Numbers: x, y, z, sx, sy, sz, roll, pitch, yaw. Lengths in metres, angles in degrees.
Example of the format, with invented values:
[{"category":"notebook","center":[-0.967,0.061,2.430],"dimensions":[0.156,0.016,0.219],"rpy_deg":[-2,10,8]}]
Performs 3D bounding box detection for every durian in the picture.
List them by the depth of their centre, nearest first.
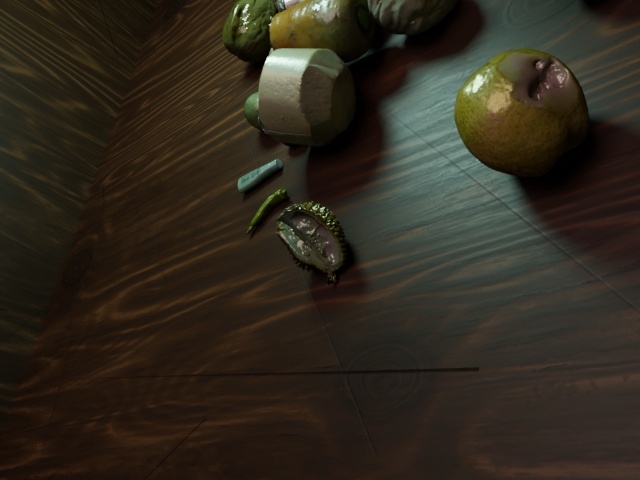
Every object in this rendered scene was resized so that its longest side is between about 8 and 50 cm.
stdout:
[{"category":"durian","center":[0.000,0.000,1.529],"dimensions":[0.193,0.138,0.237],"rpy_deg":[-26,89,33]}]

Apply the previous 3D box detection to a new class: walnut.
[{"category":"walnut","center":[-0.284,-0.887,2.346],"dimensions":[0.227,0.283,0.283],"rpy_deg":[22,80,22]}]

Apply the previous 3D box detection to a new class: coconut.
[{"category":"coconut","center":[-0.056,-0.447,1.735],"dimensions":[0.323,0.323,0.323],"rpy_deg":[-26,48,32]}]

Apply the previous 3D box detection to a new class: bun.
[{"category":"bun","center":[0.255,-0.724,1.687],"dimensions":[0.281,0.281,0.205],"rpy_deg":[53,131,50]}]

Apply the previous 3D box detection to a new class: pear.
[{"category":"pear","center":[0.419,-0.261,1.175],"dimensions":[0.271,0.271,0.271],"rpy_deg":[-26,48,32]}]

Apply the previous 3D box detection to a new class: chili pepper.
[{"category":"chili pepper","center":[-0.177,-0.105,1.852],"dimensions":[0.208,0.043,0.049],"rpy_deg":[-45,65,22]}]

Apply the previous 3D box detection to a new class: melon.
[{"category":"melon","center":[-0.207,-0.474,2.057],"dimensions":[0.139,0.139,0.192],"rpy_deg":[-56,38,1]}]

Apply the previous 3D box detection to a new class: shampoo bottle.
[{"category":"shampoo bottle","center":[-0.213,-0.231,1.971],"dimensions":[0.190,0.041,0.069],"rpy_deg":[-26,42,32]}]

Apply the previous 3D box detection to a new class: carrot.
[{"category":"carrot","center":[0.006,-0.676,1.816],"dimensions":[0.340,0.224,0.224],"rpy_deg":[1,65,39]}]

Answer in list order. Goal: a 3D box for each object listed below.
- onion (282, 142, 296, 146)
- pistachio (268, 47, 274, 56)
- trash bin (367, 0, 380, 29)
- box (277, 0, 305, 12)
[{"category":"onion","center":[-0.099,-0.376,1.918],"dimensions":[0.107,0.097,0.107],"rpy_deg":[6,103,29]},{"category":"pistachio","center":[-0.116,-0.728,2.145],"dimensions":[0.129,0.131,0.206],"rpy_deg":[28,81,43]},{"category":"trash bin","center":[0.145,-0.819,1.874],"dimensions":[0.177,0.101,0.236],"rpy_deg":[34,123,33]},{"category":"box","center":[-0.076,-0.941,2.240],"dimensions":[0.135,0.151,0.151],"rpy_deg":[-17,53,30]}]
